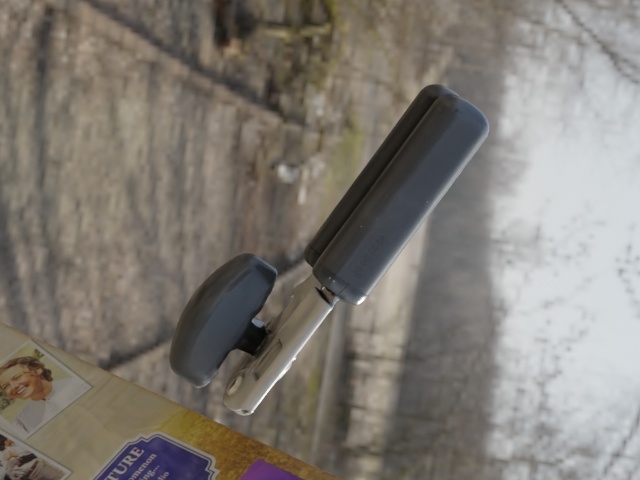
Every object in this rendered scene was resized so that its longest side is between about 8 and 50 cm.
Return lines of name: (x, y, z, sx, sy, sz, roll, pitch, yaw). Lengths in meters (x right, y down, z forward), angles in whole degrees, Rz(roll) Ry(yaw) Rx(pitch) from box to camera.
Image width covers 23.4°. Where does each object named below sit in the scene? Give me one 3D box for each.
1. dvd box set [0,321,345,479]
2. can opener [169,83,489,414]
dvd box set: (-0.180, 0.188, 0.743, 0.307, 0.420, 0.062, -48, 140, -31)
can opener: (0.000, 0.000, 1.106, 0.283, 0.095, 0.076, -54, -161, 7)
